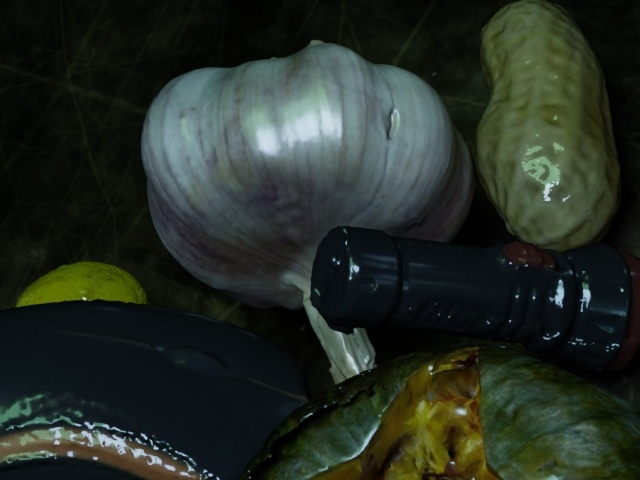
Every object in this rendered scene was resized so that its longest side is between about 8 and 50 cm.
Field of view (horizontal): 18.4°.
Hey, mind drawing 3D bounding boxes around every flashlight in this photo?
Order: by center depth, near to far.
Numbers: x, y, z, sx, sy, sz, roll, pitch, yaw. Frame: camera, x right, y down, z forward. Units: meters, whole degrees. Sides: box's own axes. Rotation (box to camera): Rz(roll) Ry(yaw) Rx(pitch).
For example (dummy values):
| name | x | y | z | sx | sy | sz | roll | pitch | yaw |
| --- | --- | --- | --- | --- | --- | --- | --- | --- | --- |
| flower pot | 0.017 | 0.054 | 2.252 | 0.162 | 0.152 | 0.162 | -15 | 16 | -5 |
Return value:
| name | x | y | z | sx | sy | sz | roll | pitch | yaw |
| --- | --- | --- | --- | --- | --- | --- | --- | --- | --- |
| flashlight | 0.109 | 0.033 | 1.332 | 0.093 | 0.232 | 0.093 | -170 | 90 | -67 |

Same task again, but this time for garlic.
| name | x | y | z | sx | sy | sz | roll | pitch | yaw |
| --- | --- | --- | --- | --- | --- | --- | --- | --- | --- |
| garlic | 0.000 | 0.000 | 1.414 | 0.245 | 0.245 | 0.253 | -15 | 70 | 20 |

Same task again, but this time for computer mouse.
| name | x | y | z | sx | sy | sz | roll | pitch | yaw |
| --- | --- | --- | --- | --- | --- | --- | --- | --- | --- |
| computer mouse | -0.164 | 0.114 | 1.399 | 0.323 | 0.116 | 0.183 | 0 | 32 | 8 |

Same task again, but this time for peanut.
| name | x | y | z | sx | sy | sz | roll | pitch | yaw |
| --- | --- | --- | --- | --- | --- | --- | --- | --- | --- |
| peanut | 0.161 | -0.086 | 1.453 | 0.108 | 0.095 | 0.226 | -11 | 56 | 15 |

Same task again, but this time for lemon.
| name | x | y | z | sx | sy | sz | roll | pitch | yaw |
| --- | --- | --- | --- | --- | --- | --- | --- | --- | --- |
| lemon | -0.188 | 0.073 | 1.543 | 0.133 | 0.109 | 0.109 | -21 | 54 | 12 |

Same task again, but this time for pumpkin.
| name | x | y | z | sx | sy | sz | roll | pitch | yaw |
| --- | --- | --- | --- | --- | --- | --- | --- | --- | --- |
| pumpkin | 0.093 | 0.213 | 1.252 | 0.320 | 0.192 | 0.320 | -15 | 56 | 23 |
